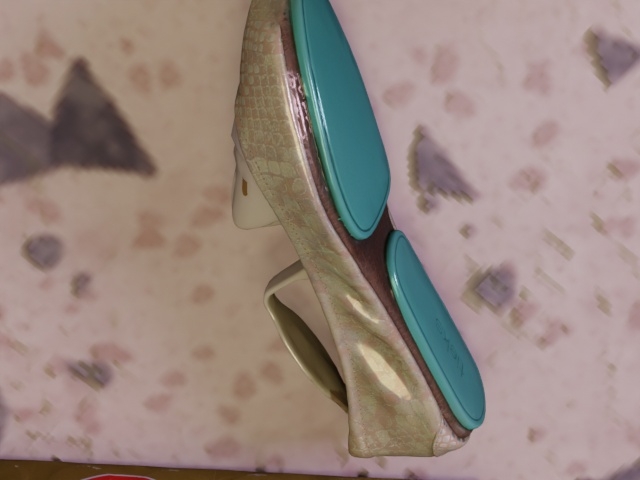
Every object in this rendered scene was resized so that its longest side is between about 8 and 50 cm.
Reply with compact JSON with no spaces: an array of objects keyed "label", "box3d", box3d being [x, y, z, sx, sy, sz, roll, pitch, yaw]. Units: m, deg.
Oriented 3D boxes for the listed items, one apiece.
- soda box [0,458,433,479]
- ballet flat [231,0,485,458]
[{"label":"soda box","box3d":[-0.037,0.114,0.642,0.181,0.061,0.058,3,114,2]},{"label":"ballet flat","box3d":[0.000,0.000,0.592,0.052,0.057,0.168,-14,114,20]}]
